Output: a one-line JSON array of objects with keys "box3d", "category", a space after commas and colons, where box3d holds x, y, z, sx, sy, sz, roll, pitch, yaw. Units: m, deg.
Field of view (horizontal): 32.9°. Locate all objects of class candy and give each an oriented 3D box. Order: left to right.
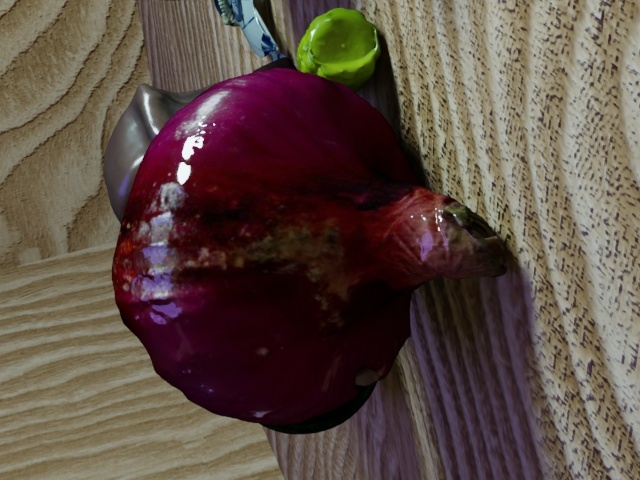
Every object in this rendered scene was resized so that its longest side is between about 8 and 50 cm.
[{"box3d": [0.016, -0.214, 1.326, 0.209, 0.097, 0.096, 130, 125, -81], "category": "candy"}]

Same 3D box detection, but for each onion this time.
[{"box3d": [0.000, 0.000, 1.150, 0.420, 0.398, 0.398, -7, 98, 50], "category": "onion"}]

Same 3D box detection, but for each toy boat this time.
[{"box3d": [-0.121, -0.403, 1.742, 0.291, 0.070, 0.210, -128, 21, -51], "category": "toy boat"}]

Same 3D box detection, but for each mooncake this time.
[{"box3d": [-0.132, -0.114, 1.572, 0.334, 0.326, 0.174, -52, 42, 30], "category": "mooncake"}]

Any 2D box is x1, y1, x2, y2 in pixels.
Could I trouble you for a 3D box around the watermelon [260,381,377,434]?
[{"box3d": [-0.030, 0.162, 1.579, 0.242, 0.242, 0.242, 165, 90, -77], "category": "watermelon"}]
